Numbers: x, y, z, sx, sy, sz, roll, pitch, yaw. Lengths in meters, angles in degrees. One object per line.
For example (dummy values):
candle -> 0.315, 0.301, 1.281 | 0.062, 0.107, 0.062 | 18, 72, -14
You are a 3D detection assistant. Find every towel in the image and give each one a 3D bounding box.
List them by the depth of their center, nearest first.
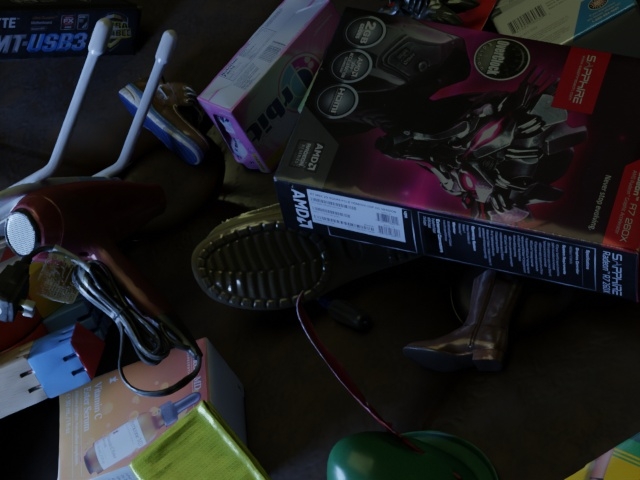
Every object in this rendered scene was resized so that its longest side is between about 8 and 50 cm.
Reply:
towel -> -0.076, 0.264, 1.788 | 0.102, 0.021, 0.237 | -39, 67, -2

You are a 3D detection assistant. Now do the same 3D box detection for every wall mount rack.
wall mount rack -> -0.289, -0.106, 2.088 | 0.304, 0.350, 0.130 | -29, 86, 14

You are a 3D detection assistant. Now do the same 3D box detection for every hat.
hat -> 0.039, 0.194, 1.734 | 0.208, 0.183, 0.173 | 23, 67, 42

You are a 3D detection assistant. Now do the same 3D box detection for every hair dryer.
hair dryer -> -0.216, 0.033, 1.948 | 0.080, 0.223, 0.293 | -49, 18, 37

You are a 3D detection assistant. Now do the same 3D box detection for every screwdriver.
screwdriver -> -0.009, 0.059, 2.006 | 0.025, 0.024, 0.170 | -26, 32, -36

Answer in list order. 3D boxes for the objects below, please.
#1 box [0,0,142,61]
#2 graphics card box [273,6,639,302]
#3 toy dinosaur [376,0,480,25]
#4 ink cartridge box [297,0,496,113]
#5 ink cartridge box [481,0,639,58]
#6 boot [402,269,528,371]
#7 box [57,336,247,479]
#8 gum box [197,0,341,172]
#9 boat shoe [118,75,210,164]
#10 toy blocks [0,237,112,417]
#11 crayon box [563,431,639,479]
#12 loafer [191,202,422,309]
box -> -0.425, -0.291, 2.411 | 0.295, 0.073, 0.293 | -8, 25, -41
graphics card box -> 0.164, -0.090, 1.903 | 0.370, 0.094, 0.233 | 12, 59, 17
toy dinosaur -> 0.068, -0.347, 2.062 | 0.322, 0.218, 0.164 | -9, 43, 38
ink cartridge box -> 0.090, -0.214, 2.108 | 0.181, 0.056, 0.225 | 17, 80, 52
ink cartridge box -> 0.256, -0.247, 2.076 | 0.139, 0.082, 0.191 | -29, 41, 8
boot -> 0.142, 0.072, 1.890 | 0.106, 0.037, 0.114 | 5, 57, 18
box -> -0.166, 0.195, 1.926 | 0.170, 0.091, 0.130 | -21, 44, 14
gum box -> -0.044, -0.176, 2.175 | 0.062, 0.107, 0.188 | 25, 67, 43
boat shoe -> -0.172, -0.152, 2.260 | 0.066, 0.066, 0.183 | -40, 43, -8
toy blocks -> -0.338, 0.090, 2.038 | 0.261, 0.191, 0.381 | -23, 18, 9
crayon box -> 0.236, 0.282, 1.611 | 0.278, 0.081, 0.165 | -32, 42, 1
loafer -> 0.000, 0.000, 1.995 | 0.268, 0.102, 0.092 | -12, 16, -1
